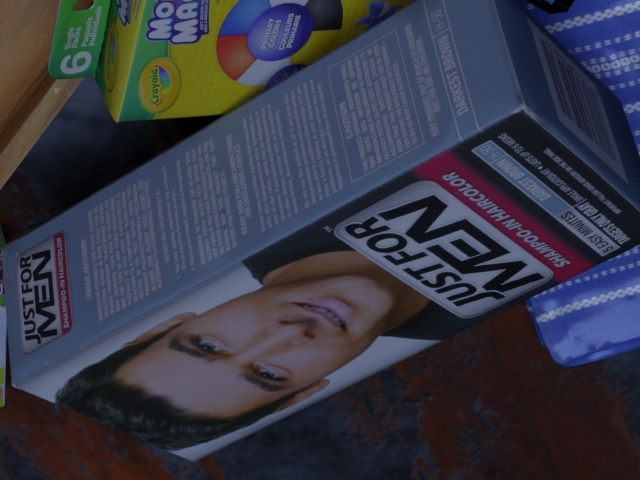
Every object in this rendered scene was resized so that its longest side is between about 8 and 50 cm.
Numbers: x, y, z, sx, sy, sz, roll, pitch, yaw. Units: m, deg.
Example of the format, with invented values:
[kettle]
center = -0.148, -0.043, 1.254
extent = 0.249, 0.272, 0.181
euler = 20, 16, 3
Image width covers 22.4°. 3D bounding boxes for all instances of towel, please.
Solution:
[towel]
center = 0.220, -0.067, 1.072
extent = 0.243, 0.040, 0.336
euler = -14, 123, 16

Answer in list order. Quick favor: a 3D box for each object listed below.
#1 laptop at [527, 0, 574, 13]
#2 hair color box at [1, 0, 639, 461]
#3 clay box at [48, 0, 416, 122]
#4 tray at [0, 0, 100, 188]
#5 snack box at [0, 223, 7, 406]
[laptop]
center = 0.111, -0.260, 0.856
extent = 0.136, 0.264, 0.234
euler = 33, 102, 14
[hair color box]
center = 0.000, 0.000, 1.017
extent = 0.374, 0.113, 0.185
euler = -28, 144, 25
[clay box]
center = -0.044, -0.138, 0.965
extent = 0.222, 0.053, 0.127
euler = -8, 137, -28
[tray]
center = -0.189, -0.210, 0.960
extent = 0.203, 0.076, 0.411
euler = 32, 116, -21
[snack box]
center = -0.273, 0.058, 1.139
extent = 0.100, 0.037, 0.141
euler = -3, 125, -19
